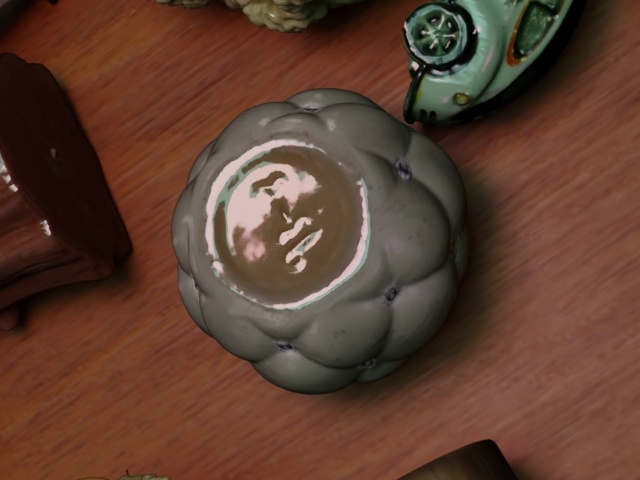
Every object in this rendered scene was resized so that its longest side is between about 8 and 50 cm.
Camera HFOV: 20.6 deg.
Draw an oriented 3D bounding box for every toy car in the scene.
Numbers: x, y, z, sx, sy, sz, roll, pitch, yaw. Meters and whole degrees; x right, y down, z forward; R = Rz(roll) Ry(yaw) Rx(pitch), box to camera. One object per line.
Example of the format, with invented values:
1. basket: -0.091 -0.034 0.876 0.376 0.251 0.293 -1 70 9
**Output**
1. toy car: 0.161 -0.222 1.429 0.125 0.136 0.306 26 89 6

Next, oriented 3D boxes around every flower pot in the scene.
1. flower pot: 0.000 0.000 1.410 0.246 0.195 0.246 -3 80 18

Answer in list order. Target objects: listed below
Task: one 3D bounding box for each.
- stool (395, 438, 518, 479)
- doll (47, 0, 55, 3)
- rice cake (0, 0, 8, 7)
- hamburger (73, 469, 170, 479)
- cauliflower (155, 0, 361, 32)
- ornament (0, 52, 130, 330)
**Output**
1. stool: 0.122 0.309 1.332 0.179 0.179 0.264 -33 73 10
2. doll: -0.318 -0.258 1.623 0.139 0.057 0.165 -43 71 8
3. rice cake: -0.260 -0.272 1.550 0.072 0.056 0.365 37 73 21
4. hamburger: -0.129 0.325 1.377 0.274 0.212 0.274 -29 47 37
5. cauliflower: -0.045 -0.292 1.418 0.327 0.281 0.260 -27 61 22
6. ornament: -0.318 -0.031 1.520 0.217 0.235 0.221 -27 50 15
